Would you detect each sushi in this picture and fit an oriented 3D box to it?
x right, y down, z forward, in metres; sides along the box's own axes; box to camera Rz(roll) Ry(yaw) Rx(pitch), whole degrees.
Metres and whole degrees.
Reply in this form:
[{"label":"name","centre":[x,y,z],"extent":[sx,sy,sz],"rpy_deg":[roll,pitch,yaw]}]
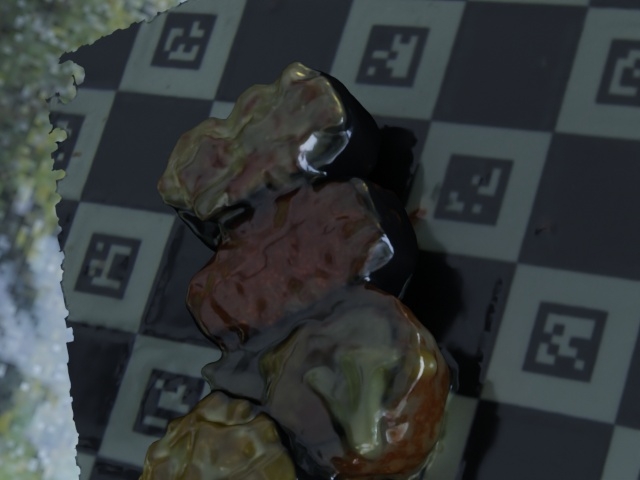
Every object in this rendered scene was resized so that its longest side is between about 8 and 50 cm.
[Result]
[{"label":"sushi","centre":[0.000,0.000,0.626],"extent":[0.264,0.050,0.290],"rpy_deg":[-19,-119,23]}]
